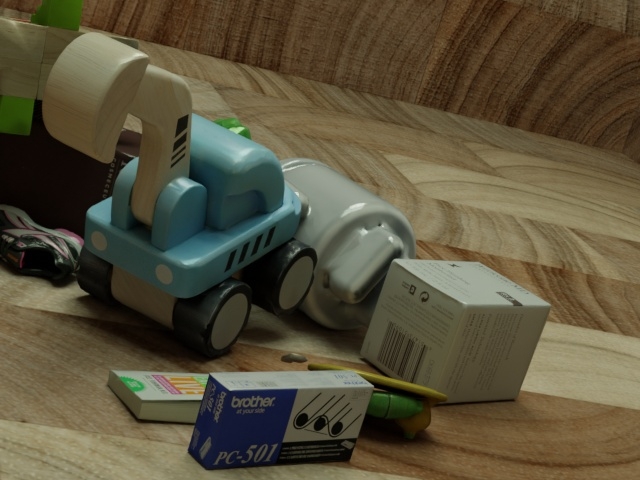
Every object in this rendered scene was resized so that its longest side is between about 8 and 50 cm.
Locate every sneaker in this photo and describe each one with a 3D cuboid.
[{"bbox_3d":[-0.404,0.005,2.023,0.178,0.072,0.077,13,26,7],"label":"sneaker"}]

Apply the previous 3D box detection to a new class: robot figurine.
[{"bbox_3d":[0.000,0.000,2.205,0.353,0.200,0.300,34,-15,49],"label":"robot figurine"}]

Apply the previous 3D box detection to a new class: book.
[{"bbox_3d":[-0.162,0.180,1.747,0.144,0.035,0.096,5,16,-32],"label":"book"}]

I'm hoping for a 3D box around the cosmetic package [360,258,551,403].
[{"bbox_3d":[0.185,0.123,2.069,0.184,0.151,0.151,2,23,-44],"label":"cosmetic package"}]

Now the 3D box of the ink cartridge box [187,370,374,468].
[{"bbox_3d":[-0.042,0.198,1.679,0.207,0.097,0.046,3,21,-40],"label":"ink cartridge box"}]

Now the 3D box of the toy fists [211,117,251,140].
[{"bbox_3d":[-0.197,-0.098,2.264,0.096,0.279,0.142,47,54,-9],"label":"toy fists"}]

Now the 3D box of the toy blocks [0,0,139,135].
[{"bbox_3d":[-0.440,-0.254,2.031,0.381,0.190,0.261,4,9,-41],"label":"toy blocks"}]

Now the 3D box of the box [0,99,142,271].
[{"bbox_3d":[-0.418,-0.096,2.127,0.381,0.191,0.143,18,16,8],"label":"box"}]

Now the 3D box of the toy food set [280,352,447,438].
[{"bbox_3d":[0.045,0.198,1.848,0.218,0.071,0.128,15,-8,-13],"label":"toy food set"}]

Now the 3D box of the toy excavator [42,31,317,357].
[{"bbox_3d":[-0.183,-0.081,1.870,0.222,0.445,0.433,25,33,26],"label":"toy excavator"}]
